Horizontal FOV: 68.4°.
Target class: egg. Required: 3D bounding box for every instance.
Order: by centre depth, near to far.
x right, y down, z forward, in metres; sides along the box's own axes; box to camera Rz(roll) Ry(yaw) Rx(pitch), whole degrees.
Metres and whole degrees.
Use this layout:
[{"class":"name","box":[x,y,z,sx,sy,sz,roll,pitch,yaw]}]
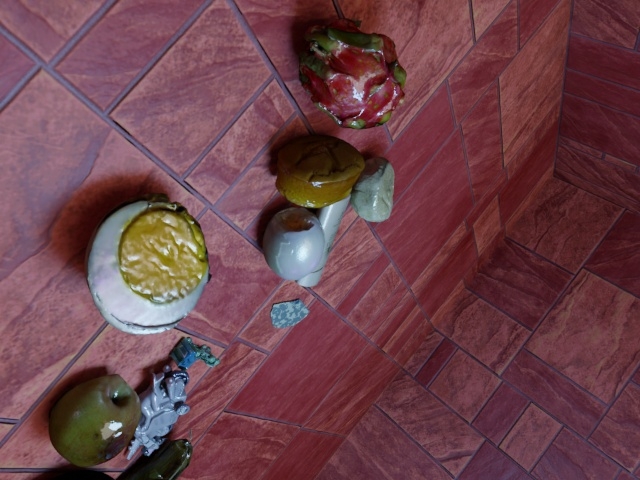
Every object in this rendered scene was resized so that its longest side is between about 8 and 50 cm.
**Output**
[{"class":"egg","box":[-0.391,0.044,1.024,0.264,0.174,0.287,-22,112,-41]},{"class":"egg","box":[-0.077,0.022,1.376,0.183,0.183,0.217,-32,139,-30]}]

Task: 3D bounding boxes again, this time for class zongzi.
[{"class":"zongzi","box":[-0.538,0.730,1.487,0.241,0.111,0.248,-2,138,-50]}]

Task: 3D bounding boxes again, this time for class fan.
[{"class":"fan","box":[-0.115,0.266,1.718,0.131,0.009,0.240,-56,148,5]}]

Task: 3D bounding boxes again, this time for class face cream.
[{"class":"face cream","box":[0.000,0.000,1.529,0.173,0.081,0.349,-44,156,-64]}]

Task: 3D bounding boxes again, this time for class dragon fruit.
[{"class":"dragon fruit","box":[0.076,-0.398,1.133,0.302,0.237,0.231,16,128,-39]}]

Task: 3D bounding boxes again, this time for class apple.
[{"class":"apple","box":[-0.558,0.447,1.167,0.207,0.174,0.188,36,115,-16]}]

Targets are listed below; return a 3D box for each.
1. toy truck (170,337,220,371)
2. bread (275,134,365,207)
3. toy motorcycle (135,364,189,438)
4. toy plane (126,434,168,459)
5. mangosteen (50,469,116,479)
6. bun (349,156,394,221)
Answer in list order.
[{"class":"toy truck","box":[-0.376,0.355,1.422,0.081,0.067,0.175,-44,150,-5]},{"class":"bread","box":[-0.001,-0.193,1.269,0.269,0.195,0.143,-24,144,-44]},{"class":"toy motorcycle","box":[-0.477,0.475,1.352,0.170,0.110,0.260,7,118,-35]},{"class":"toy plane","box":[-0.537,0.613,1.455,0.162,0.065,0.171,-38,149,-18]},{"class":"mangosteen","box":[-0.661,0.775,1.259,0.296,0.297,0.313,-19,169,-42]},{"class":"bun","box":[0.168,-0.170,1.557,0.220,0.134,0.221,6,90,-68]}]
